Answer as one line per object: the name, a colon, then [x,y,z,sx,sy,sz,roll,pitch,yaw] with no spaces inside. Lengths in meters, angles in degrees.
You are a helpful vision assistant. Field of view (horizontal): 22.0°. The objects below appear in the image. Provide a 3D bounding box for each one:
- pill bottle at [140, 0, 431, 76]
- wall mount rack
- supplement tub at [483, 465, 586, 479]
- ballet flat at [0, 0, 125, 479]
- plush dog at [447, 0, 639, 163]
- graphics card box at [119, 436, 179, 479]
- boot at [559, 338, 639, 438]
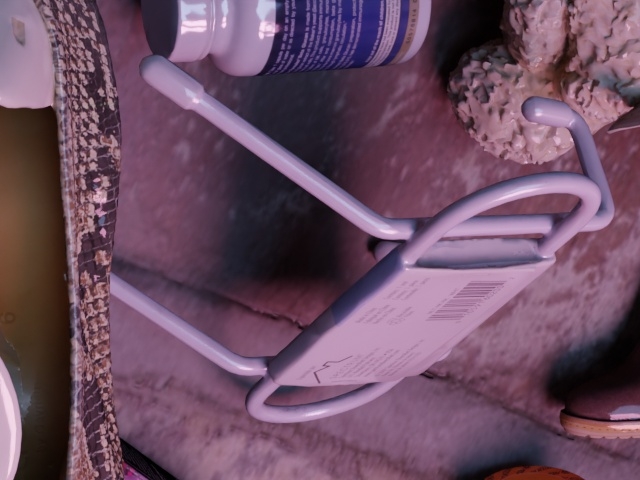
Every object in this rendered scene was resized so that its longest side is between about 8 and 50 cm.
pill bottle: [-0.023,-0.153,1.042,0.169,0.094,0.094,-8,110,-25]
wall mount rack: [0.000,0.000,1.031,0.304,0.350,0.130,0,62,-31]
supplement tub: [0.167,0.279,1.276,0.117,0.117,0.190,-12,113,-23]
ballet flat: [-0.188,-0.004,0.885,0.164,0.182,0.483,-6,94,2]
plush dog: [0.176,-0.206,1.090,0.262,0.210,0.225,-40,96,-10]
graphics card box: [-0.172,0.251,1.106,0.233,0.094,0.371,-50,122,-4]
boot: [0.282,0.033,1.288,0.248,0.090,0.207,-15,101,-21]
